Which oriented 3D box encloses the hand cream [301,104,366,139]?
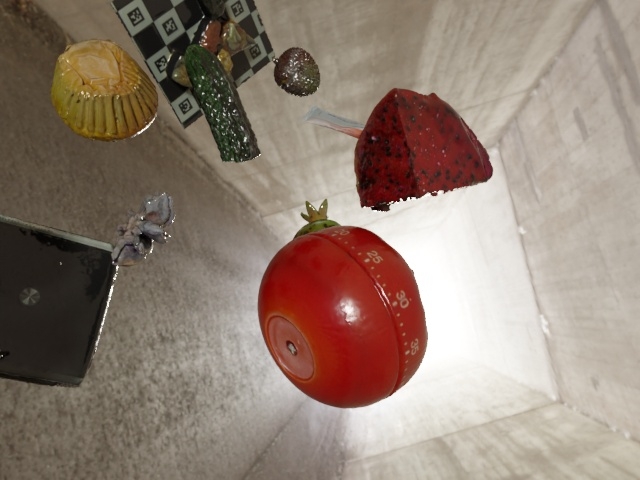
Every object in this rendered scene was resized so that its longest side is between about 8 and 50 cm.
[{"bbox_3d":[0.054,-0.285,1.461,0.052,0.216,0.038,-31,138,-49],"label":"hand cream"}]

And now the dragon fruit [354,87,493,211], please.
[{"bbox_3d":[0.252,-0.156,1.343,0.302,0.330,0.240,123,-35,-46],"label":"dragon fruit"}]

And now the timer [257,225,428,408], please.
[{"bbox_3d":[0.038,0.161,1.222,0.378,0.279,0.377,30,-49,41],"label":"timer"}]

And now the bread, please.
[{"bbox_3d":[-0.480,-0.331,1.314,0.139,0.240,0.239,117,-37,-54],"label":"bread"}]

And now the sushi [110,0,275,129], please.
[{"bbox_3d":[-0.267,-0.497,1.416,0.064,0.343,0.359,28,-26,39],"label":"sushi"}]

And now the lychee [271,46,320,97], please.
[{"bbox_3d":[-0.037,-0.254,0.884,0.083,0.067,0.068,38,20,-15],"label":"lychee"}]

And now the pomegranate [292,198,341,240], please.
[{"bbox_3d":[-0.007,-0.011,1.528,0.156,0.156,0.220,70,1,-67],"label":"pomegranate"}]

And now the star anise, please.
[{"bbox_3d":[-0.443,-0.026,1.463,0.093,0.229,0.236,46,60,-33],"label":"star anise"}]

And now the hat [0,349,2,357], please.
[{"bbox_3d":[-0.808,0.217,1.042,0.382,0.366,0.257,136,-43,-76],"label":"hat"}]

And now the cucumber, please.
[{"bbox_3d":[-0.179,-0.247,1.050,0.077,0.077,0.265,65,2,-80],"label":"cucumber"}]

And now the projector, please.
[{"bbox_3d":[-0.800,0.177,1.608,0.242,0.395,0.405,-28,-130,58],"label":"projector"}]
